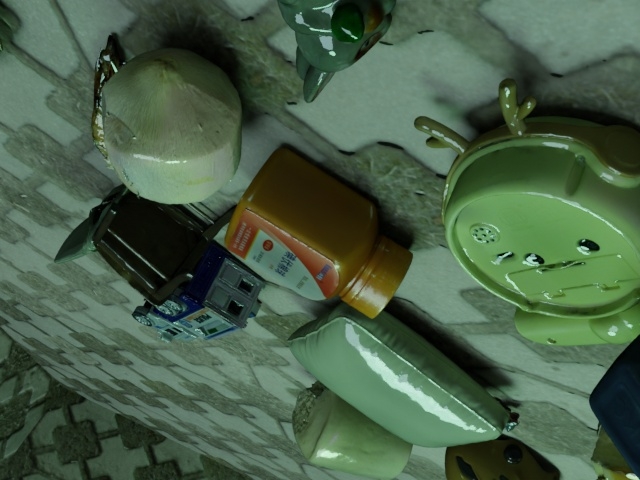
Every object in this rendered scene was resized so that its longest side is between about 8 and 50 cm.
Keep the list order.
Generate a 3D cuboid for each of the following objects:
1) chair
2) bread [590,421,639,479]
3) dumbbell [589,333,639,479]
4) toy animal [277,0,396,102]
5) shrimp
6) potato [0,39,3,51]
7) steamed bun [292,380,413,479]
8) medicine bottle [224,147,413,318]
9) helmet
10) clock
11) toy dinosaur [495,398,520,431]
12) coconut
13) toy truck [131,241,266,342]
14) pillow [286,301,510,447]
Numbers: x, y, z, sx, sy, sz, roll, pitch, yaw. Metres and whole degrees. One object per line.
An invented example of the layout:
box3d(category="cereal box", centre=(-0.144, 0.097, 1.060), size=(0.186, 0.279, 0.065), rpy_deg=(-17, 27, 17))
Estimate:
box3d(category="chair", centre=(-0.287, -0.002, 1.125), size=(0.186, 0.160, 0.319), rpy_deg=(41, 147, -14))
box3d(category="bread", centre=(0.522, 0.342, 0.954), size=(0.239, 0.111, 0.246), rpy_deg=(-6, 132, 44))
box3d(category="dumbbell", centre=(0.351, 0.062, 0.524), size=(0.160, 0.144, 0.325), rpy_deg=(23, 128, -4))
box3d(category="toy animal", centre=(0.011, -0.210, 0.601), size=(0.108, 0.138, 0.236), rpy_deg=(-16, 167, 4))
box3d(category="shrimp", centre=(-0.227, -0.168, 0.920), size=(0.147, 0.035, 0.195), rpy_deg=(16, 131, 0))
box3d(category="potato", centre=(-0.517, -0.285, 0.910), size=(0.197, 0.149, 0.228), rpy_deg=(29, 152, -27))
box3d(category="steamed bun", centre=(0.077, 0.360, 1.380), size=(0.225, 0.170, 0.200), rpy_deg=(21, -174, -15))
box3d(category="medicine bottle", centre=(0.000, 0.001, 0.904), size=(0.222, 0.112, 0.149), rpy_deg=(32, 151, -2))
box3d(category="helmet", centre=(0.321, 0.452, 1.300), size=(0.224, 0.130, 0.198), rpy_deg=(31, 148, 1))
box3d(category="clock", centre=(0.222, -0.019, 0.682), size=(0.308, 0.096, 0.235), rpy_deg=(43, 149, -20))
box3d(category="toy dinosaur", centre=(0.274, 0.298, 1.177), size=(0.049, 0.055, 0.154), rpy_deg=(39, 148, -22))
box3d(category="coconut", centre=(-0.172, -0.134, 0.797), size=(0.170, 0.171, 0.183), rpy_deg=(24, 155, 13))
box3d(category="toy truck", centre=(-0.226, 0.111, 1.281), size=(0.155, 0.124, 0.268), rpy_deg=(35, 150, -18))
box3d(category="pillow", centre=(0.115, 0.223, 1.136), size=(0.322, 0.120, 0.255), rpy_deg=(39, 150, -9))
